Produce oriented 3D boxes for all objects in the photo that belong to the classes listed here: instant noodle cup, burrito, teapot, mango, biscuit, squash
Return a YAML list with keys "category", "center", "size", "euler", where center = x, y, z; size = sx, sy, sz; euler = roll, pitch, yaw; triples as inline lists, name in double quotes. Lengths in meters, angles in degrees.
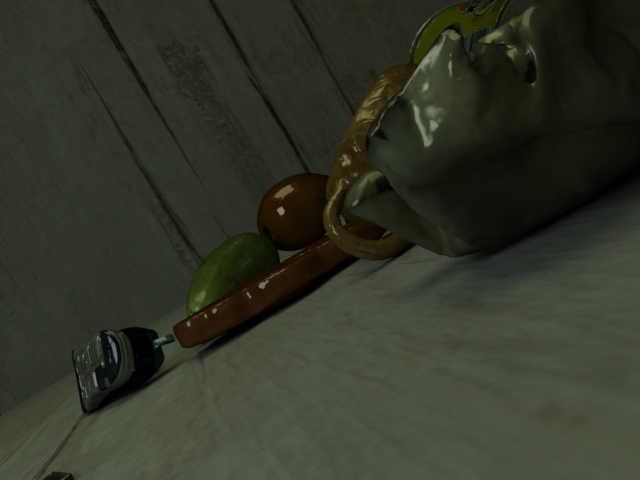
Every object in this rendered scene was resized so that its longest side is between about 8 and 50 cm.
- category: "instant noodle cup"
  center: [0.288, -0.258, 0.888]
  size: [0.264, 0.264, 0.200]
  euler: [-32, 11, -14]
- category: "burrito"
  center: [0.176, -0.103, 0.410]
  size: [0.332, 0.135, 0.190]
  euler: [-35, -4, -19]
- category: "teapot"
  center: [0.111, -0.086, 0.705]
  size: [0.311, 0.167, 0.203]
  euler: [-57, -8, -40]
- category: "mango"
  center: [-0.038, -0.059, 1.221]
  size: [0.176, 0.139, 0.254]
  euler: [-30, -1, 17]
- category: "biscuit"
  center: [-0.046, 0.052, 0.821]
  size: [0.334, 0.047, 0.202]
  euler: [-30, 2, -28]
- category: "squash"
  center: [-0.153, 0.064, 1.008]
  size: [0.118, 0.118, 0.370]
  euler: [-30, 5, 15]

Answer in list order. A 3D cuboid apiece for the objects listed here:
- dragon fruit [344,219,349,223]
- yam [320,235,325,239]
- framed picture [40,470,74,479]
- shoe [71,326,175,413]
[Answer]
- category: "dragon fruit"
  center: [0.080, -0.056, 1.185]
  size: [0.056, 0.060, 0.083]
  euler: [-35, 15, -38]
- category: "yam"
  center: [0.000, 0.000, 1.328]
  size: [0.032, 0.032, 0.145]
  euler: [-31, 2, 0]
- category: "framed picture"
  center: [-0.243, 0.214, 0.470]
  size: [0.089, 0.006, 0.066]
  euler: [-34, 5, -39]
- category: "shoe"
  center: [-0.279, 0.176, 0.827]
  size: [0.106, 0.091, 0.207]
  euler: [-3, -21, -43]
